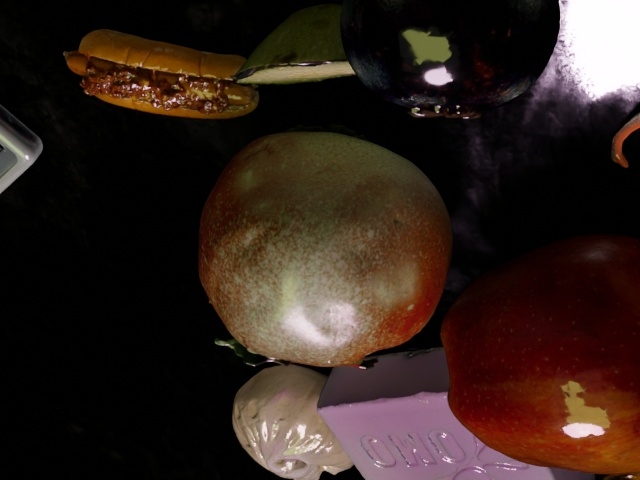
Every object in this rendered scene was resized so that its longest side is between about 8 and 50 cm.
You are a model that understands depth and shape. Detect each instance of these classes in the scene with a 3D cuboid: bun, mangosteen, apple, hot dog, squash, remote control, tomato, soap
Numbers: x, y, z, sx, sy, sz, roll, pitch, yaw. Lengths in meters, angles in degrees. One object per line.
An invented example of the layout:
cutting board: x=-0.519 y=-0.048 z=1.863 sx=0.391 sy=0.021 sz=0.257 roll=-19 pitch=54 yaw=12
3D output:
bun: x=-0.033 y=0.277 z=2.084 sx=0.178 sy=0.128 sz=0.193 roll=-18 pitch=124 yaw=36
mangosteen: x=0.127 y=-0.237 z=1.453 sx=0.243 sy=0.243 sz=0.243 roll=14 pitch=136 yaw=14
apple: x=0.300 y=0.131 z=1.668 sx=0.317 sy=0.288 sz=0.288 roll=-8 pitch=128 yaw=41
hot dog: x=-0.196 y=-0.191 z=1.746 sx=0.249 sy=0.076 sz=0.102 roll=13 pitch=139 yaw=14
squash: x=-0.010 y=-0.220 z=1.603 sx=0.192 sy=0.184 sz=0.085 roll=-5 pitch=90 yaw=28
remote control: x=-0.511 y=-0.184 z=1.927 sx=0.296 sy=0.056 sz=0.140 roll=41 pitch=134 yaw=-16
tomato: x=0.000 y=0.000 z=1.712 sx=0.303 sy=0.303 sz=0.239 roll=14 pitch=120 yaw=14
soap: x=0.188 y=0.271 z=1.986 sx=0.296 sy=0.107 sz=0.285 roll=-12 pitch=127 yaw=36

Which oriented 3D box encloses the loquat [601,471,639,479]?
loquat: x=0.428 y=0.361 z=1.928 sx=0.141 sy=0.141 sz=0.141 roll=14 pitch=136 yaw=14

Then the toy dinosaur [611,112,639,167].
toy dinosaur: x=0.400 y=-0.138 z=1.516 sx=0.101 sy=0.055 sz=0.279 roll=38 pitch=139 yaw=2
